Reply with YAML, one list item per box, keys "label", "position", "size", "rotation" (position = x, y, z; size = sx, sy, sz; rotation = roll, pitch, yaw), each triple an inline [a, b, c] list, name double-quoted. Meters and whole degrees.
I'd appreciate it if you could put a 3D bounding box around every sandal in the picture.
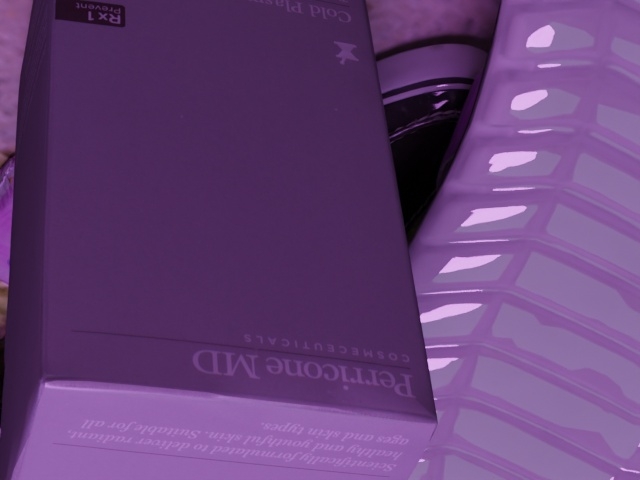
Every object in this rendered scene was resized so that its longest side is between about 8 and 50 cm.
- label: "sandal"
  position: [0.118, -0.028, 0.609]
  size: [0.169, 0.102, 0.416]
  rotation: [13, 112, -5]

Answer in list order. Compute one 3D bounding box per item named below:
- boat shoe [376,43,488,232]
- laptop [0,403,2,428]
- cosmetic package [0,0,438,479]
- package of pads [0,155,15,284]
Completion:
- label: "boat shoe"
  position: [0.000, 0.000, 0.673]
  size: [0.219, 0.070, 0.078]
  rotation: [-38, 130, 26]
- label: "laptop"
  position: [-0.225, 0.218, 0.847]
  size: [0.382, 0.236, 0.408]
  rotation: [-6, 116, -5]
- label: "cosmetic package"
  position: [-0.045, -0.007, 0.536]
  size: [0.127, 0.238, 0.107]
  rotation: [6, 134, -17]
- label: "package of pads"
  position: [-0.121, 0.001, 0.679]
  size: [0.050, 0.032, 0.083]
  rotation: [-37, 130, 27]
